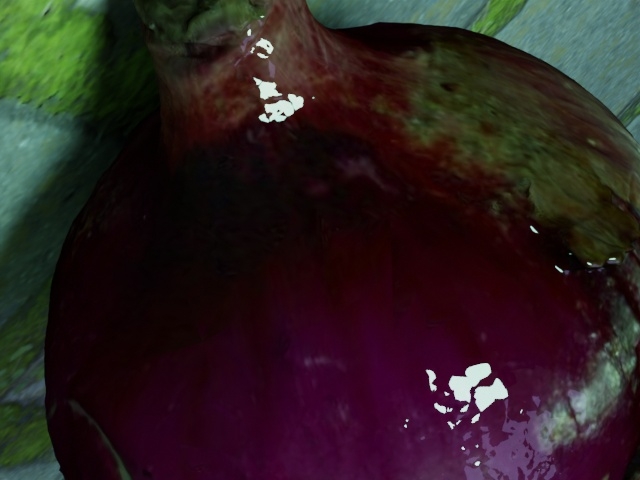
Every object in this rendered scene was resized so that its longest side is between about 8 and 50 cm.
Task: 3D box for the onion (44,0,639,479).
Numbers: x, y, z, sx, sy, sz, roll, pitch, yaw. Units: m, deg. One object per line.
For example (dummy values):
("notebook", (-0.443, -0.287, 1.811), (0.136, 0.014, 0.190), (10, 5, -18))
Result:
("onion", (0.000, 0.000, 0.882), (0.348, 0.348, 0.385), (-38, 128, -16))
